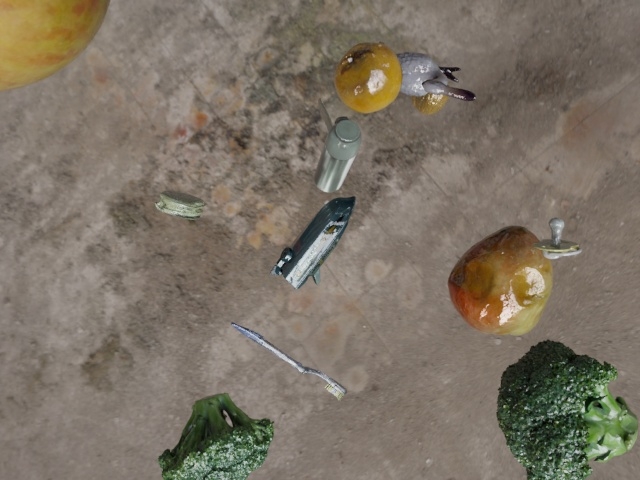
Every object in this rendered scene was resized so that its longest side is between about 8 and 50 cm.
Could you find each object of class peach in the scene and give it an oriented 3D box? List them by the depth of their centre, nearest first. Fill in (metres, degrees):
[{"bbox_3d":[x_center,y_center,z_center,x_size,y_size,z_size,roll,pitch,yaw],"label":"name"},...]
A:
[{"bbox_3d":[0.396,0.083,1.290,0.214,0.214,0.235,29,108,22],"label":"peach"}]

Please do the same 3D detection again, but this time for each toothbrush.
[{"bbox_3d":[-0.085,0.340,1.712,0.413,0.035,0.042,37,87,-18],"label":"toothbrush"}]

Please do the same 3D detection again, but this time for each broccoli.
[{"bbox_3d":[0.286,0.214,0.719,0.156,0.195,0.195,23,89,5],"label":"broccoli"},{"bbox_3d":[-0.252,0.491,1.431,0.269,0.261,0.241,-25,70,44],"label":"broccoli"}]

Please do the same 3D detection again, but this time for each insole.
[{"bbox_3d":[0.029,-0.292,1.596,0.010,0.063,0.192,-19,80,-7],"label":"insole"}]

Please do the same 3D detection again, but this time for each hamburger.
[{"bbox_3d":[-0.404,-0.102,1.743,0.140,0.133,0.062,25,105,32],"label":"hamburger"}]

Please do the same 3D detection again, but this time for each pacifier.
[{"bbox_3d":[0.378,-0.004,0.954,0.068,0.083,0.064,8,104,42],"label":"pacifier"}]

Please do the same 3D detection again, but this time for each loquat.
[{"bbox_3d":[0.098,-0.325,1.200,0.141,0.141,0.141,-4,79,19],"label":"loquat"}]

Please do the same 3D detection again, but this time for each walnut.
[{"bbox_3d":[0.307,-0.404,1.670,0.105,0.105,0.124,48,134,20],"label":"walnut"}]

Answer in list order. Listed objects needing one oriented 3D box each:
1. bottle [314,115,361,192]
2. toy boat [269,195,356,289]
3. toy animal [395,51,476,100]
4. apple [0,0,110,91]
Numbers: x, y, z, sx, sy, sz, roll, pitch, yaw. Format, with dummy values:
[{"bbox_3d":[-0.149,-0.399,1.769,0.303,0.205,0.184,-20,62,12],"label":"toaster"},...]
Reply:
[{"bbox_3d":[0.038,-0.206,1.448,0.080,0.253,0.096,-8,71,-13],"label":"bottle"},{"bbox_3d":[0.000,0.000,1.315,0.246,0.103,0.093,-52,27,11],"label":"toy boat"},{"bbox_3d":[0.220,-0.360,1.310,0.195,0.324,0.090,7,111,3],"label":"toy animal"},{"bbox_3d":[-0.392,-0.345,0.617,0.400,0.333,0.400,7,108,22],"label":"apple"}]
